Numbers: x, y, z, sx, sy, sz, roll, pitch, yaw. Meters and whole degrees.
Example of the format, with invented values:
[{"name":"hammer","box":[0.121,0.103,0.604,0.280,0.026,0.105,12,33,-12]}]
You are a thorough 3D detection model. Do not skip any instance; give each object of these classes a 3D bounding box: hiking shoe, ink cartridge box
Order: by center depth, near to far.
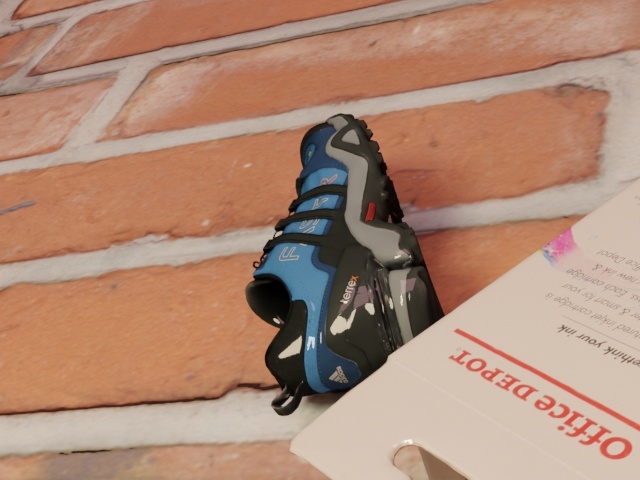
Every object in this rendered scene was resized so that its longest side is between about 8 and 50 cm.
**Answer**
[{"name":"ink cartridge box","box":[0.184,0.086,0.713,0.353,0.119,0.207,-33,32,-20]},{"name":"hiking shoe","box":[0.000,0.000,0.985,0.132,0.113,0.304,-20,29,2]}]
